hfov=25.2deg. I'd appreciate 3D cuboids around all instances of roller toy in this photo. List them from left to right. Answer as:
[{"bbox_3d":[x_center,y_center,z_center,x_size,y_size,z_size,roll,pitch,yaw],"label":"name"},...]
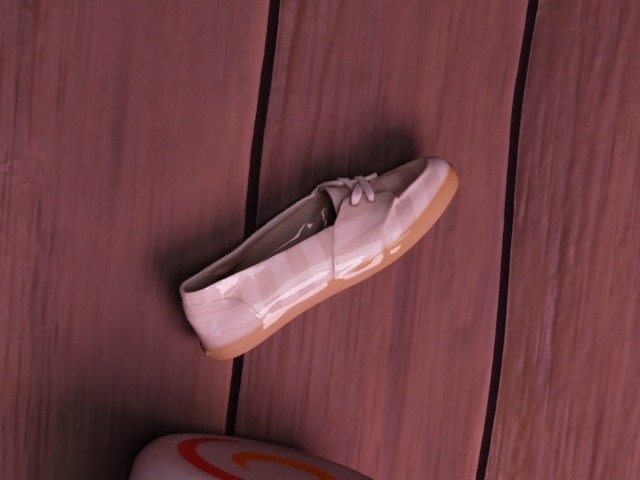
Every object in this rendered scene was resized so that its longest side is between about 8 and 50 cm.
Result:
[{"bbox_3d":[-0.044,0.222,0.953,0.191,0.209,0.146,16,94,14],"label":"roller toy"}]

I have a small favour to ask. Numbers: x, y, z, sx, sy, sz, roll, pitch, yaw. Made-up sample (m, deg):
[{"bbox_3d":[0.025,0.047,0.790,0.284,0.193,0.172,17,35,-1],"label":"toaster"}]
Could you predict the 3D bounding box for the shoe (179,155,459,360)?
[{"bbox_3d":[0.000,0.000,0.989,0.219,0.076,0.058,-35,114,-9],"label":"shoe"}]
